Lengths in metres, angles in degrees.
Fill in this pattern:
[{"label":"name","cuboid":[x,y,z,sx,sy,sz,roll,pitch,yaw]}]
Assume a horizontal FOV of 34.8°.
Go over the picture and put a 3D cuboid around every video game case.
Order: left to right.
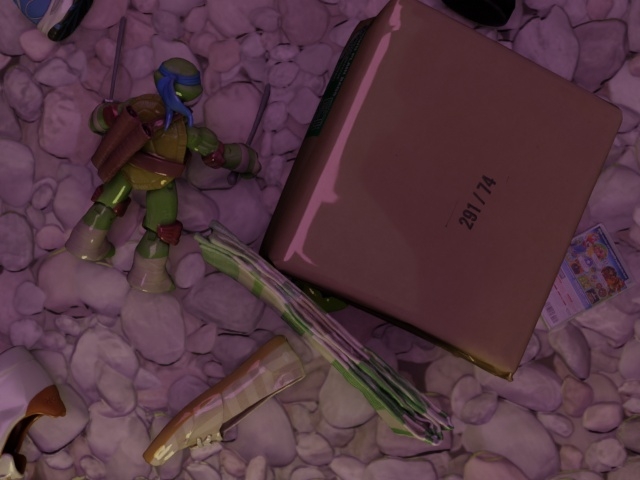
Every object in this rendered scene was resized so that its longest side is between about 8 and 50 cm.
[{"label":"video game case","cuboid":[0.312,0.044,1.247,0.122,0.011,0.087,-28,86,-2]}]

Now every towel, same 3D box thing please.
[{"label":"towel","cuboid":[-0.007,0.106,1.124,0.325,0.248,0.038,40,81,2]}]

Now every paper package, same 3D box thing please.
[{"label":"paper package","cuboid":[0.126,-0.058,1.146,0.309,0.168,0.325,25,86,-13]}]

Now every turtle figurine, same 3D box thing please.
[{"label":"turtle figurine","cuboid":[-0.181,-0.092,1.213,0.197,0.275,0.266,18,106,-21]}]

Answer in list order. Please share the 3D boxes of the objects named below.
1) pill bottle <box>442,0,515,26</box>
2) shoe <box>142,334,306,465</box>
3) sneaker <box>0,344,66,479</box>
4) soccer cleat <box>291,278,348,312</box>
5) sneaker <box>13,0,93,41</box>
[{"label":"pill bottle","cuboid":[0.228,-0.376,1.224,0.122,0.123,0.219,26,86,2]},{"label":"shoe","cuboid":[-0.113,0.200,1.202,0.219,0.076,0.058,-39,82,-5]},{"label":"sneaker","cuboid":[-0.424,0.259,1.181,0.290,0.106,0.123,-41,84,-4]},{"label":"soccer cleat","cuboid":[0.000,0.000,1.232,0.072,0.060,0.179,-1,89,-14]},{"label":"sneaker","cuboid":[-0.294,-0.349,1.242,0.081,0.080,0.211,34,85,-1]}]
